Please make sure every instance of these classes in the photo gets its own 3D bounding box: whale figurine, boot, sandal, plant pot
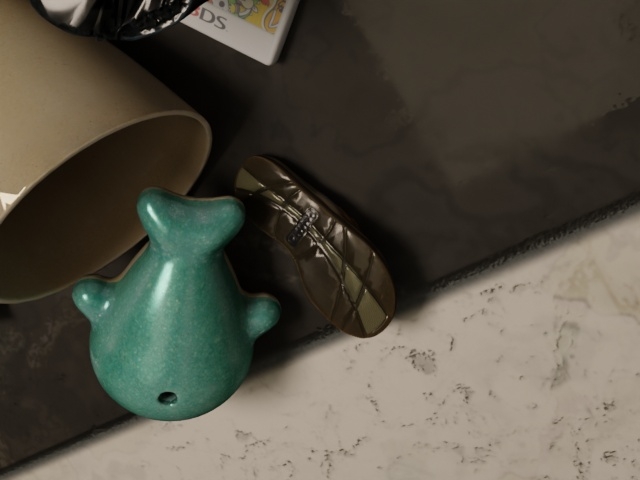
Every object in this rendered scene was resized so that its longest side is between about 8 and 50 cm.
[{"bbox_3d":[-0.146,0.077,0.798,0.216,0.141,0.272,9,128,-11],"label":"whale figurine"},{"bbox_3d":[-0.177,-0.229,0.630,0.246,0.207,0.094,10,118,16],"label":"boot"},{"bbox_3d":[0.000,0.000,0.794,0.219,0.060,0.090,45,115,12],"label":"sandal"},{"bbox_3d":[-0.290,-0.124,0.748,0.274,0.256,0.256,48,121,12],"label":"plant pot"}]

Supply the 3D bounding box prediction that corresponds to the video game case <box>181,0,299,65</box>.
[{"bbox_3d":[-0.095,-0.303,0.700,0.206,0.026,0.227,27,120,6],"label":"video game case"}]
